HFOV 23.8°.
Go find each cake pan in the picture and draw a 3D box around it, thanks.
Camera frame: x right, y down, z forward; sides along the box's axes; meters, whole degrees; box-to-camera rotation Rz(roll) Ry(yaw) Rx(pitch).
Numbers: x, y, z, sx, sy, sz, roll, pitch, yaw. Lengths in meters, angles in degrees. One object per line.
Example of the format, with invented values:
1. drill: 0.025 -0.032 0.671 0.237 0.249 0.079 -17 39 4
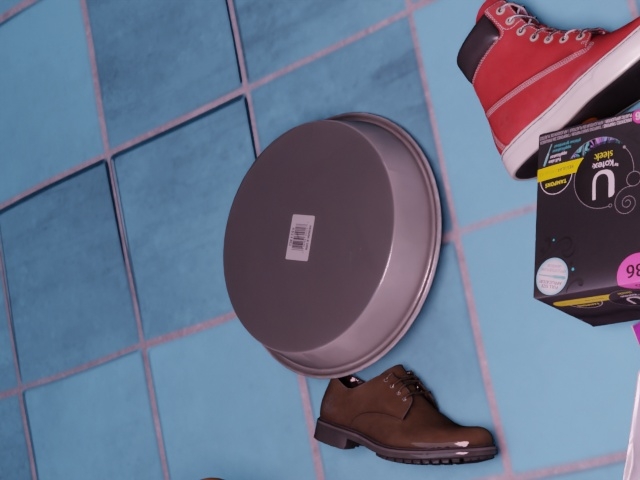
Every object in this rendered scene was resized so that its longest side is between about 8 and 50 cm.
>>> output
1. cake pan: 0.000 0.000 1.630 0.293 0.054 0.293 -13 71 42

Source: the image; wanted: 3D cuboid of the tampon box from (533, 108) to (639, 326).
1. tampon box: 0.268 -0.018 1.366 0.120 0.101 0.161 -13 64 40

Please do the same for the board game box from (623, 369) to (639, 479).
1. board game box: 0.363 0.305 1.171 0.390 0.050 0.390 4 86 63

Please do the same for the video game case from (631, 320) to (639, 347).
1. video game case: 0.404 0.122 1.309 0.232 0.042 0.210 -32 67 36

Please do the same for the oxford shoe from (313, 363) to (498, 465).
1. oxford shoe: 0.085 0.178 1.563 0.227 0.083 0.096 9 91 40

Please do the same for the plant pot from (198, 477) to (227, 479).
1. plant pot: -0.052 0.407 1.568 0.203 0.291 0.291 9 95 24

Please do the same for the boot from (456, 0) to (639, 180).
1. boot: 0.233 -0.194 1.442 0.244 0.088 0.176 -40 62 37
